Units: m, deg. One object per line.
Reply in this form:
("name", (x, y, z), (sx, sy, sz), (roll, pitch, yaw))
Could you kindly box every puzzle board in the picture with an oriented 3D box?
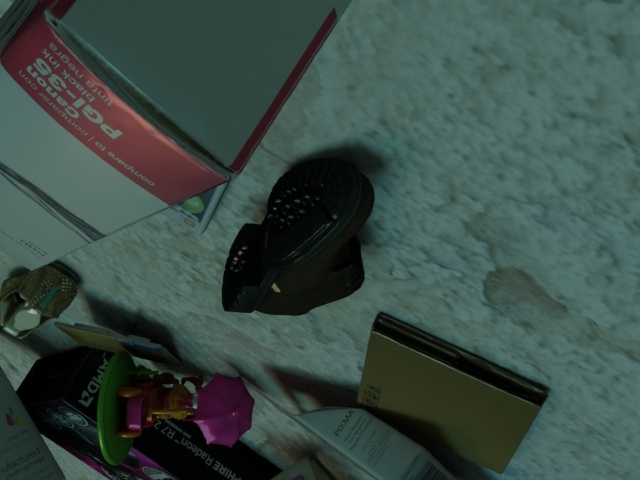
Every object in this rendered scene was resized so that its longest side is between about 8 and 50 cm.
("puzzle board", (-0.231, 0.117, 1.420), (0.128, 0.011, 0.096), (11, 163, 11))

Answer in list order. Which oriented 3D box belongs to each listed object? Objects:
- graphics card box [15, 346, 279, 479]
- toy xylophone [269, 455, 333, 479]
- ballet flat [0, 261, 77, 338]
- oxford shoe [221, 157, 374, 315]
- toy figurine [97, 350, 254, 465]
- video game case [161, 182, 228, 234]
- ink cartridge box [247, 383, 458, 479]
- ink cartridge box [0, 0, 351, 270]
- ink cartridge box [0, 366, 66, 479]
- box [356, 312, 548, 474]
("graphics card box", (-0.221, 0.284, 1.663), (0.371, 0.094, 0.233), (40, 153, -20))
("toy xylophone", (-0.020, 0.403, 1.571), (0.322, 0.236, 0.081), (43, -169, -40))
("ballet flat", (-0.340, 0.076, 1.429), (0.073, 0.067, 0.206), (35, 154, -12))
("oxford shoe", (0.000, 0.000, 0.964), (0.096, 0.083, 0.227), (12, 157, -18))
("toy figurine", (-0.151, 0.191, 1.417), (0.159, 0.130, 0.173), (1, -177, 10))
("video game case", (-0.151, -0.086, 0.999), (0.173, 0.022, 0.190), (30, 154, -3))
("ink cartridge box", (0.053, 0.221, 1.320), (0.232, 0.066, 0.189), (35, 172, 42))
("ink cartridge box", (-0.106, -0.112, 0.692), (0.117, 0.207, 0.283), (40, 152, -20))
("ink cartridge box", (-0.503, 0.243, 1.580), (0.306, 0.226, 0.131), (58, 148, 7))
("box", (0.116, 0.150, 1.161), (0.164, 0.021, 0.201), (24, 154, 10))
